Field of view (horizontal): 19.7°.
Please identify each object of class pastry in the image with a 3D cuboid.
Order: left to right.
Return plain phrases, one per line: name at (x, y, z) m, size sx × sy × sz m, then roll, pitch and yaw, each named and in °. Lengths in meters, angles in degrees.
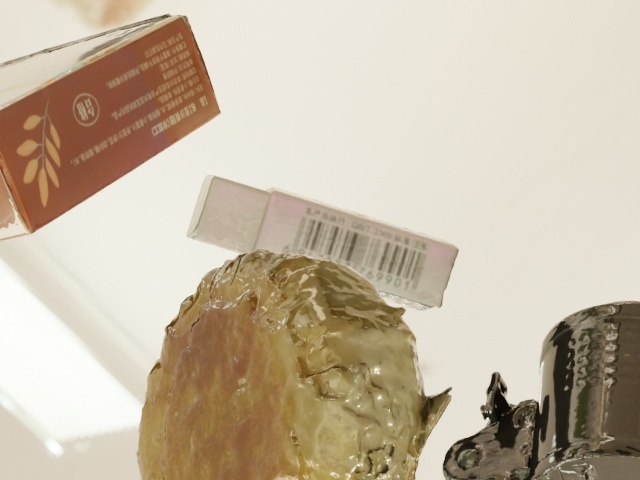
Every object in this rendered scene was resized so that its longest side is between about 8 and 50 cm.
pastry at (-0.024, 0.127, 1.224) m, size 0.121 × 0.235 × 0.257 m, roll 10°, pitch 178°, yaw -36°

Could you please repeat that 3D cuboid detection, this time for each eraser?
eraser at (0.000, 0.000, 2.053) m, size 0.287 × 0.086 × 0.130 m, roll 17°, pitch 178°, yaw -7°

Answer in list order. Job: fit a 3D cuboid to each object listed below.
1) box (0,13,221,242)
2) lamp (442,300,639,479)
box at (-0.343, -0.090, 1.844) m, size 0.385 × 0.345 × 0.122 m, roll -41°, pitch -65°, yaw -58°
lamp at (0.335, 0.198, 1.937) m, size 0.374 × 0.272 × 0.205 m, roll 8°, pitch 143°, yaw 35°
